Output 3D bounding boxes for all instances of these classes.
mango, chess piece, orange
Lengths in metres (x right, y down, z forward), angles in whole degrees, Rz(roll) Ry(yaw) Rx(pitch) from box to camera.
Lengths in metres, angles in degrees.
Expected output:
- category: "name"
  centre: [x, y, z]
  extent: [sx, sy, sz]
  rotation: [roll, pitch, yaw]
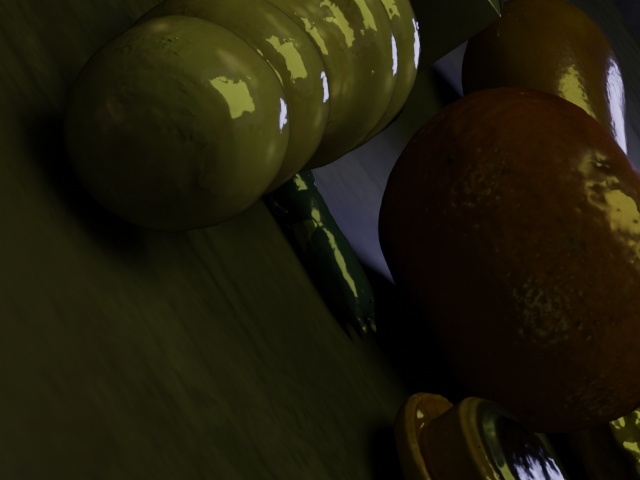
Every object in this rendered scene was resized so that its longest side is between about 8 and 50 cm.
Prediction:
- category: "mango"
  centre: [0.207, -0.124, 1.625]
  extent: [0.175, 0.139, 0.254]
  rotation: [37, 30, -29]
- category: "chess piece"
  centre: [-0.042, -0.080, 0.897]
  extent: [0.142, 0.143, 0.261]
  rotation: [54, 21, -4]
- category: "orange"
  centre: [0.129, 0.016, 1.108]
  extent: [0.224, 0.170, 0.224]
  rotation: [61, -4, 6]

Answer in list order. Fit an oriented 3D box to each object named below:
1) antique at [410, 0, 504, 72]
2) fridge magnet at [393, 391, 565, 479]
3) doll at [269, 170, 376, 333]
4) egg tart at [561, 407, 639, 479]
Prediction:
- category: "antique"
  centre: [0.033, -0.204, 1.293]
  extent: [0.152, 0.148, 0.146]
  rotation: [50, 19, -18]
- category: "fridge magnet"
  centre: [0.093, 0.140, 0.953]
  extent: [0.143, 0.063, 0.143]
  rotation: [44, 21, -22]
- category: "doll"
  centre: [0.000, 0.000, 1.035]
  extent: [0.125, 0.027, 0.037]
  rotation: [62, 19, 13]
- category: "egg tart"
  centre: [0.279, 0.149, 1.326]
  extent: [0.294, 0.123, 0.294]
  rotation: [46, 22, -25]
